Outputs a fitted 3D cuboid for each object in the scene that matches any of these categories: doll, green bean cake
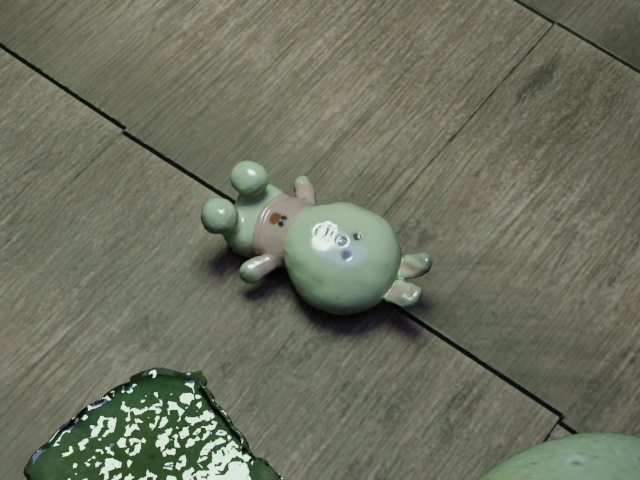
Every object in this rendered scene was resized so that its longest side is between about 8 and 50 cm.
[{"bbox_3d":[-0.005,0.003,1.821,0.275,0.113,0.155,25,68,2],"label":"doll"},{"bbox_3d":[-0.173,0.261,1.632,0.222,0.125,0.227,-37,66,-22],"label":"green bean cake"}]

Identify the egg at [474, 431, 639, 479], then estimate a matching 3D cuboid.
[{"bbox_3d":[0.235,0.378,1.468,0.345,0.345,0.428,23,58,9],"label":"egg"}]
